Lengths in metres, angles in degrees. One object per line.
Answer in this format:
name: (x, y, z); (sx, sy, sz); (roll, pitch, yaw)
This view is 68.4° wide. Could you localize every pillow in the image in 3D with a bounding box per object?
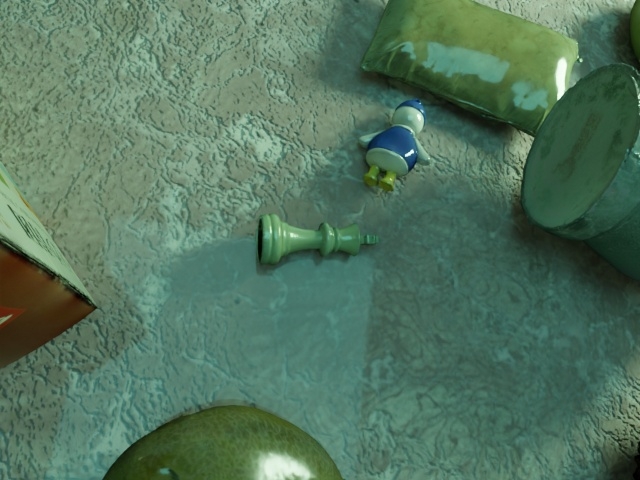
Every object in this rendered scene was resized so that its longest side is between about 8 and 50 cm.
pillow: (0.222, -0.257, 0.660); (0.302, 0.075, 0.185); (21, 73, -4)

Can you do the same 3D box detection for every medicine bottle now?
medicine bottle: (0.421, -0.065, 0.554); (0.289, 0.245, 0.245); (18, 71, -6)

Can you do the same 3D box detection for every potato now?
potato: (-0.077, 0.245, 0.415); (0.235, 0.160, 0.178); (25, 91, -13)

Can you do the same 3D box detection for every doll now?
doll: (0.101, -0.130, 0.609); (0.098, 0.058, 0.143); (19, 68, 16)

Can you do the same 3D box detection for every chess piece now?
chess piece: (0.000, 0.000, 0.555); (0.149, 0.059, 0.059); (1, 73, -18)

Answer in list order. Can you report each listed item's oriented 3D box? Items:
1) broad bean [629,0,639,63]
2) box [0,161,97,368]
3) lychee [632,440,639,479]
broad bean: (0.616, -0.297, 0.728); (0.290, 0.119, 0.238); (31, 71, -1)
box: (-0.361, -0.098, 0.353); (0.122, 0.344, 0.385); (-34, 83, -20)
lychee: (0.471, 0.270, 0.463); (0.267, 0.267, 0.268); (3, 73, -10)
